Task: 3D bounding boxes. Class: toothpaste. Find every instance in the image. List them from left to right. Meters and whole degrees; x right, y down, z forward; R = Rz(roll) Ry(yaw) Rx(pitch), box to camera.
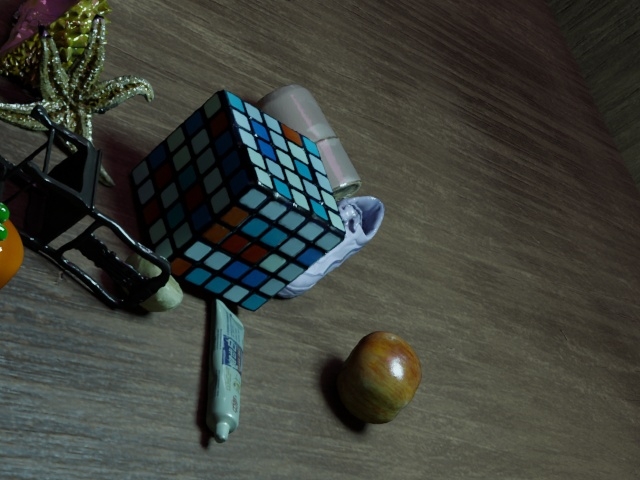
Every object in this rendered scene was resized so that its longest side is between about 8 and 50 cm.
[{"bbox_3d":[-0.117,0.163,1.739,0.060,0.038,0.233,43,26,-29],"label":"toothpaste"}]

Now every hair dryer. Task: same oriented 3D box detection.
[{"bbox_3d":[-0.059,-0.148,2.027,0.189,0.107,0.344,61,12,11],"label":"hair dryer"}]

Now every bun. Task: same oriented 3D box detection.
[{"bbox_3d":[-0.206,0.054,1.691,0.086,0.055,0.086,50,0,0],"label":"bun"}]

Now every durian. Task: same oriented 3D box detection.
[{"bbox_3d":[-0.333,-0.266,1.797,0.132,0.165,0.182,20,7,-2],"label":"durian"}]

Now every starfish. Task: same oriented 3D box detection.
[{"bbox_3d":[-0.305,-0.166,1.730,0.057,0.213,0.238,39,-36,49],"label":"starfish"}]

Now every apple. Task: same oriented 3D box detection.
[{"bbox_3d":[0.083,0.186,1.932,0.102,0.126,0.126,33,29,-1],"label":"apple"}]

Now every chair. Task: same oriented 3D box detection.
[{"bbox_3d":[-0.277,-0.031,1.622,0.229,0.106,0.113,38,34,-32],"label":"chair"}]

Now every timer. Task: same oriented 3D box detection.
[{"bbox_3d":[-0.361,0.001,1.434,0.136,0.136,0.099,28,43,-42],"label":"timer"}]

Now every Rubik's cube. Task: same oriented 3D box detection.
[{"bbox_3d":[-0.107,-0.050,1.813,0.187,0.182,0.184,29,32,-42],"label":"Rubik's cube"}]

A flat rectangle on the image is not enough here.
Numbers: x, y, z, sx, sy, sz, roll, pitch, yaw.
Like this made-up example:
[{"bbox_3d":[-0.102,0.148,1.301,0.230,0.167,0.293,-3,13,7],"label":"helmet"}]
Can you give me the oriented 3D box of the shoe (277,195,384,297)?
[{"bbox_3d":[0.000,0.000,1.995,0.095,0.138,0.245,54,27,7],"label":"shoe"}]
